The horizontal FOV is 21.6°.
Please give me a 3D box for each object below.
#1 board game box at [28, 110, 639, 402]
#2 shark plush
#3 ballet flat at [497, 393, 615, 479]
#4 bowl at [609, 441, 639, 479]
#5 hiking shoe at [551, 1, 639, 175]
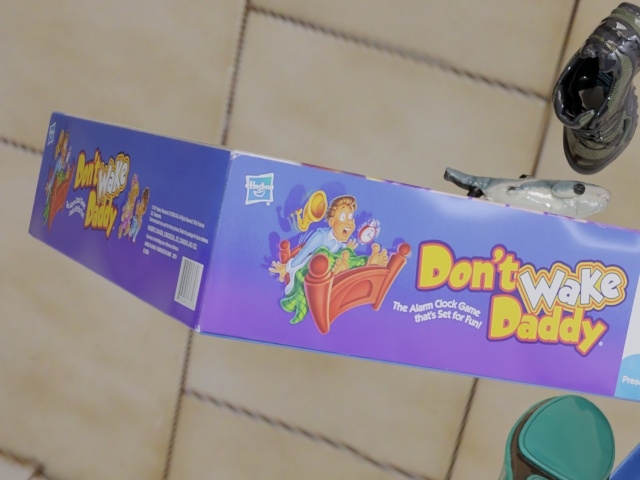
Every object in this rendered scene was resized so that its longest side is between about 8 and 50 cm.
[{"bbox_3d":[0.000,0.000,0.878,0.233,0.347,0.078,11,93,-22],"label":"board game box"},{"bbox_3d":[0.202,-0.041,1.658,0.161,0.067,0.073,2,123,21],"label":"shark plush"},{"bbox_3d":[0.151,0.193,1.203,0.083,0.247,0.087,35,116,1],"label":"ballet flat"},{"bbox_3d":[0.282,0.229,1.323,0.077,0.391,0.391,42,122,3],"label":"bowl"},{"bbox_3d":[0.276,-0.145,1.750,0.086,0.114,0.227,42,147,27],"label":"hiking shoe"}]
